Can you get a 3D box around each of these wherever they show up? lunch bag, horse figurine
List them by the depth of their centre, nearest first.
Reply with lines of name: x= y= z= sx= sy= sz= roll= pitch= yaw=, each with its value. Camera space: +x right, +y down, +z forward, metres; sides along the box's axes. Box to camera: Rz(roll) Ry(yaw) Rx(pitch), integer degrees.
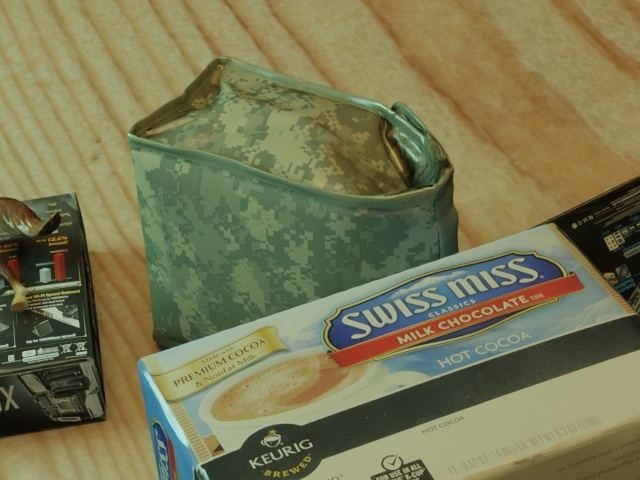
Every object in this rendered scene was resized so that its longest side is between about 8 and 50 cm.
lunch bag: x=0.000 y=0.000 z=1.553 sx=0.287 sy=0.235 sz=0.169 roll=18 pitch=42 yaw=27
horse figurine: x=-0.358 y=0.013 z=1.595 sx=0.263 sy=0.066 sz=0.174 roll=-18 pitch=45 yaw=-13

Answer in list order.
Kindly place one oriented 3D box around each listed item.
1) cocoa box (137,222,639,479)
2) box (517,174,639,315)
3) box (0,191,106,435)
cocoa box: x=0.074 y=0.178 z=1.327 sx=0.347 sy=0.231 sz=0.228 roll=-18 pitch=39 yaw=-15
box: x=0.271 y=0.040 z=1.535 sx=0.220 sy=0.175 sz=0.051 roll=-26 pitch=-1 yaw=-23
box: x=-0.355 y=0.077 z=1.628 sx=0.308 sy=0.076 sz=0.242 roll=-10 pitch=39 yaw=-5
